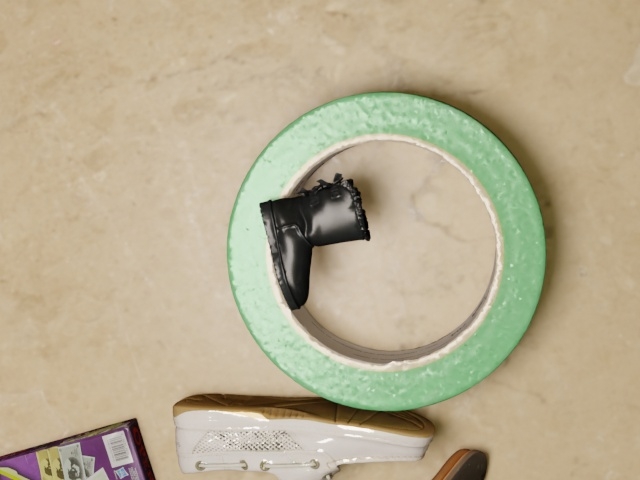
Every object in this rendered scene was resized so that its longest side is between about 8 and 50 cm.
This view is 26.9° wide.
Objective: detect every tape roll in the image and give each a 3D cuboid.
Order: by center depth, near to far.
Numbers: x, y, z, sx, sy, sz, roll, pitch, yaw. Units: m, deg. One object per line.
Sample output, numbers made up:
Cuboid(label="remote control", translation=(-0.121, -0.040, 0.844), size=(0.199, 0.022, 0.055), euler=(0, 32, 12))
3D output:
Cuboid(label="tape roll", translation=(0.068, 0.010, 1.362), size=(0.321, 0.077, 0.321), euler=(1, 95, 7))

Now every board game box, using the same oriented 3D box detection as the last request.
Cuboid(label="board game box", translation=(-0.248, 0.386, 1.453), size=(0.208, 0.056, 0.347), euler=(-16, 93, 4))

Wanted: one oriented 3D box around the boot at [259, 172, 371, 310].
Cuboid(label="boot", translation=(0.000, 0.000, 1.311), size=(0.099, 0.045, 0.121), euler=(-14, 92, 6))

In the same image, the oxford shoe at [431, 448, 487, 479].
Cuboid(label="oxford shoe", translation=(0.090, 0.293, 1.392), size=(0.212, 0.076, 0.076), euler=(-50, 48, -1))

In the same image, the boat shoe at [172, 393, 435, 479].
Cuboid(label="boat shoe", translation=(-0.018, 0.216, 1.386), size=(0.277, 0.098, 0.096), euler=(2, 96, 16))
